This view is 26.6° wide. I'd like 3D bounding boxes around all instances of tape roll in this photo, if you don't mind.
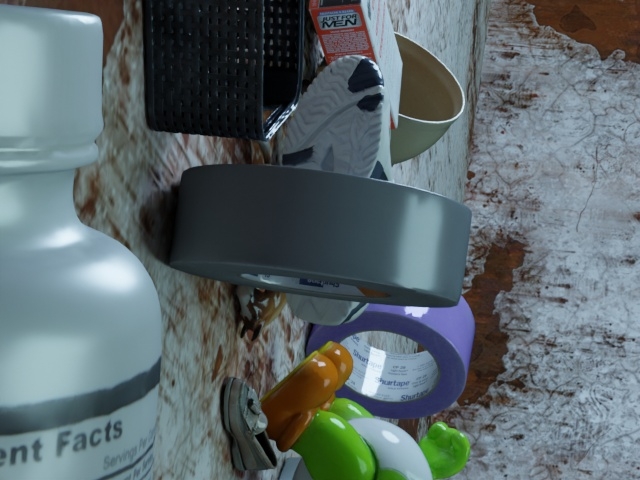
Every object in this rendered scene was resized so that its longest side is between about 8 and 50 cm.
[{"bbox_3d":[0.000,0.000,1.009,0.219,0.219,0.072,39,59,-77],"label":"tape roll"},{"bbox_3d":[0.082,0.120,1.585,0.080,0.189,0.189,-74,165,-45],"label":"tape roll"}]

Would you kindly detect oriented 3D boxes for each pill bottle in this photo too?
[{"bbox_3d":[-0.142,0.083,0.430,0.176,0.176,0.318,-31,126,-77],"label":"pill bottle"}]

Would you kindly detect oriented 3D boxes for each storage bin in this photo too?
[{"bbox_3d":[-0.064,-0.170,0.942,0.122,0.084,0.180,-60,155,-65],"label":"storage bin"}]

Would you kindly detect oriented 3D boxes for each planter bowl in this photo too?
[{"bbox_3d":[0.061,-0.143,1.477,0.109,0.162,0.162,-60,-175,36],"label":"planter bowl"}]

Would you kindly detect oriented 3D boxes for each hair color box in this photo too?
[{"bbox_3d":[0.036,-0.192,1.289,0.167,0.053,0.093,71,21,-50],"label":"hair color box"}]

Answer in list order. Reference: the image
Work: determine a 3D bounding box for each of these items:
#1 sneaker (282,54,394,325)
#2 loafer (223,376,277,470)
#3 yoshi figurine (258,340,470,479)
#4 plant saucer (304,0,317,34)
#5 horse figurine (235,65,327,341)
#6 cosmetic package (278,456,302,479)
[{"bbox_3d":[0.038,-0.047,1.218,0.153,0.094,0.234,-14,105,-67],"label":"sneaker"},{"bbox_3d":[-0.063,0.170,1.251,0.125,0.039,0.045,85,16,-46],"label":"loafer"},{"bbox_3d":[0.110,0.246,1.320,0.203,0.362,0.203,-38,174,-32],"label":"yoshi figurine"},{"bbox_3d":[0.020,-0.285,1.386,0.200,0.037,0.199,2,90,-71],"label":"plant saucer"},{"bbox_3d":[-0.022,-0.052,1.277,0.263,0.066,0.174,-66,152,-50],"label":"horse figurine"},{"bbox_3d":[-0.009,0.473,1.482,0.284,0.098,0.377,-69,156,-60],"label":"cosmetic package"}]
